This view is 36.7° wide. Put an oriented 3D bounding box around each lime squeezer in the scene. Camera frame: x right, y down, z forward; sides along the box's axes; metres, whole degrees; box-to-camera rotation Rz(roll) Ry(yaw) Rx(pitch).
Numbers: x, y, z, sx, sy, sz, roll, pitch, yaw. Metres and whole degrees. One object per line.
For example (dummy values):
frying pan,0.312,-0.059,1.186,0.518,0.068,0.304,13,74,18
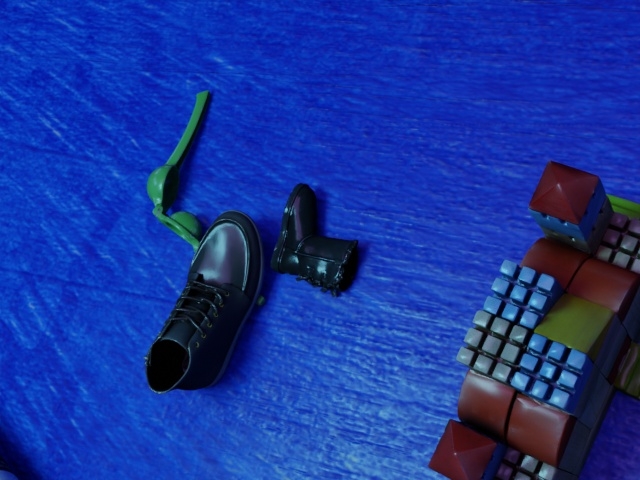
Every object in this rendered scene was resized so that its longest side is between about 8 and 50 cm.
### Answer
lime squeezer,-0.160,-0.042,1.232,0.109,0.059,0.310,-11,66,-14

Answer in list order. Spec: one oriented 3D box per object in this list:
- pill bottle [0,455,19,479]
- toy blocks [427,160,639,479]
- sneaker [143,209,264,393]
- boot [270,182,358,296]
pill bottle,-0.488,0.300,1.188,0.323,0.181,0.181,41,93,28
toy blocks,0.215,0.104,0.895,0.190,0.261,0.381,23,85,27
sneaker,-0.131,0.073,1.113,0.083,0.118,0.222,15,94,15
boot,0.000,0.000,1.143,0.099,0.045,0.121,16,88,29
